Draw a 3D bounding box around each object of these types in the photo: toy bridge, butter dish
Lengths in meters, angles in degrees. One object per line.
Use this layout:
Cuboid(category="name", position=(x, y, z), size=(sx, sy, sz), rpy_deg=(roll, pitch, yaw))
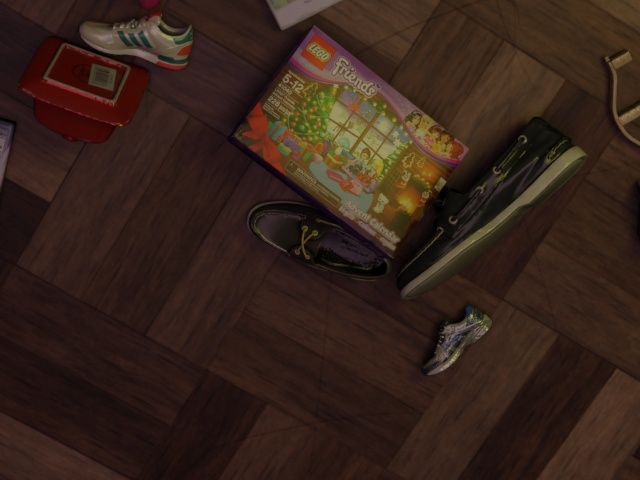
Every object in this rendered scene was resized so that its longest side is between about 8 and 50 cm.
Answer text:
Cuboid(category="toy bridge", position=(0.464, -0.192, 1.805), size=(0.063, 0.026, 0.188), rpy_deg=(-30, 105, 7))
Cuboid(category="butter dish", position=(-0.339, -0.191, 1.714), size=(0.160, 0.160, 0.118), rpy_deg=(19, 127, -7))

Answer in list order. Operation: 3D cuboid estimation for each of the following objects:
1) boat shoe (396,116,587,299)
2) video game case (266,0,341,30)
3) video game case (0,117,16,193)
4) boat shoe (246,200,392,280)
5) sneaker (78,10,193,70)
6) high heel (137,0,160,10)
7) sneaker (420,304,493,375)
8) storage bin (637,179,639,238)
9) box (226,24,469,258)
Cuboid(category="boat shoe", position=(0.226, -0.051, 1.792), size=(0.340, 0.127, 0.113), rpy_deg=(-42, 75, 16))
Cuboid(category="video game case", position=(-0.017, -0.432, 1.712), size=(0.193, 0.023, 0.212), rpy_deg=(-26, 105, 4))
Cuboid(category="video game case", position=(-0.572, -0.067, 1.786), size=(0.196, 0.026, 0.274), rpy_deg=(15, 104, -7))
Cuboid(category="boat shoe", position=(0.000, 0.000, 1.812), size=(0.228, 0.068, 0.081), rpy_deg=(17, 104, -8))
Cuboid(category="sneaker", position=(-0.255, -0.295, 1.711), size=(0.161, 0.057, 0.075), rpy_deg=(15, 124, -12))
Cuboid(category="high heel", position=(-0.178, -0.426, 1.664), size=(0.117, 0.082, 0.244), rpy_deg=(18, 93, 20))
Cuboid(category="sneaker", position=(0.199, 0.152, 1.882), size=(0.135, 0.052, 0.058), rpy_deg=(-44, 94, 2))
Cuboid(category="storage bin", position=(0.543, -0.031, 1.826), size=(0.135, 0.098, 0.091), rpy_deg=(1, 116, -4))
Cuboid(category="box", position=(0.041, -0.138, 1.750), size=(0.293, 0.057, 0.201), rpy_deg=(37, 81, -12))
